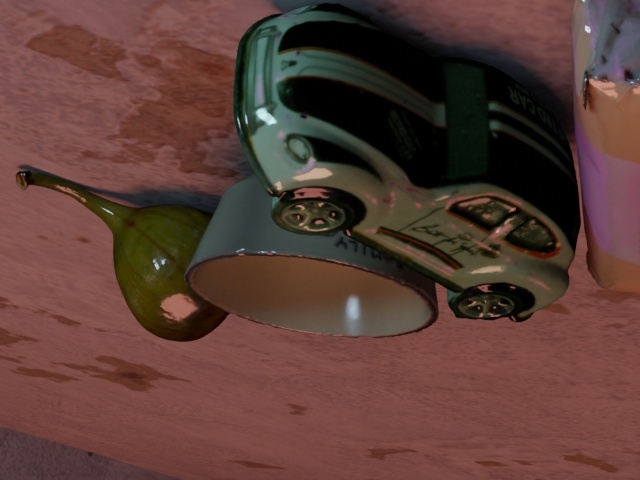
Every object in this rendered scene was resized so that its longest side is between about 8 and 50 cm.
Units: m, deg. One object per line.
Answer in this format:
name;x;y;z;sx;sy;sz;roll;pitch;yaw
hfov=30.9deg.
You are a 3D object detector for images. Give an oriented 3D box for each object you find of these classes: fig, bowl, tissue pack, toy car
fig;-0.179;-0.001;1.086;0.236;0.124;0.124;32;159;1
bowl;0.000;0.000;0.969;0.211;0.112;0.211;8;161;3
tissue pack;0.262;-0.055;0.690;0.215;0.123;0.256;5;153;17
toy car;0.081;-0.053;0.761;0.125;0.136;0.306;-22;144;37
